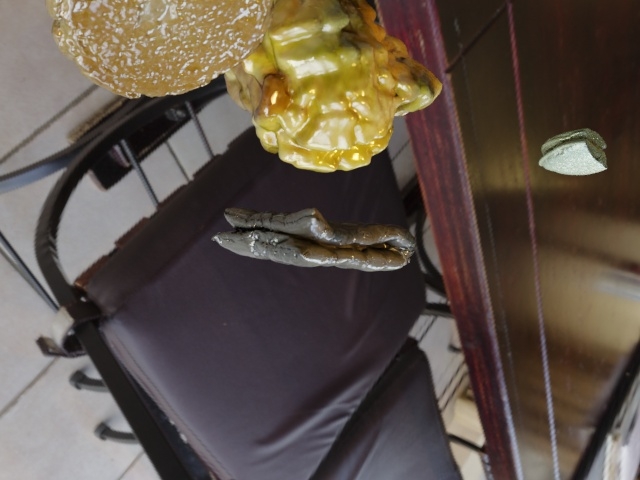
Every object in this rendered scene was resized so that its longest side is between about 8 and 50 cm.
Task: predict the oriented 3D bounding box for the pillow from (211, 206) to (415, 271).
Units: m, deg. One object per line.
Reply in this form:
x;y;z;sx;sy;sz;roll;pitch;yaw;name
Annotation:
0.000;0.000;1.225;0.326;0.228;0.101;10;88;-48;pillow

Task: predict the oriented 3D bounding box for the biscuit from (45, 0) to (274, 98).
-0.143;-0.221;0.626;0.226;0.042;0.226;-23;154;-12;biscuit

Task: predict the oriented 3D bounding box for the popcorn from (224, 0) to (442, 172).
0.021;-0.224;0.936;0.333;0.225;0.264;6;67;-26;popcorn

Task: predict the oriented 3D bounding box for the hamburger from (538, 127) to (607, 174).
0.378;-0.133;1.013;0.121;0.084;0.054;10;74;-53;hamburger
